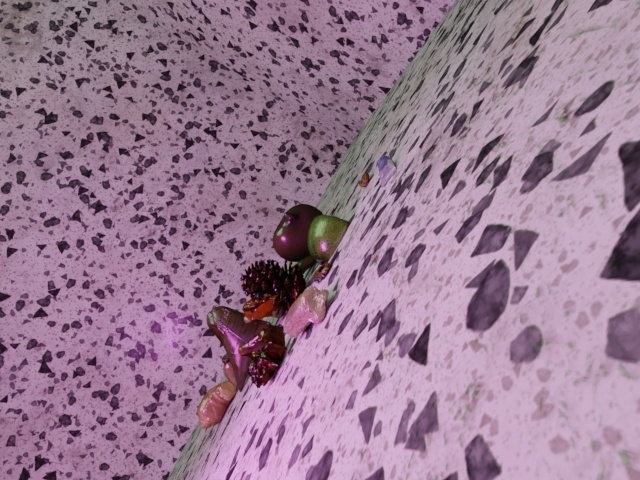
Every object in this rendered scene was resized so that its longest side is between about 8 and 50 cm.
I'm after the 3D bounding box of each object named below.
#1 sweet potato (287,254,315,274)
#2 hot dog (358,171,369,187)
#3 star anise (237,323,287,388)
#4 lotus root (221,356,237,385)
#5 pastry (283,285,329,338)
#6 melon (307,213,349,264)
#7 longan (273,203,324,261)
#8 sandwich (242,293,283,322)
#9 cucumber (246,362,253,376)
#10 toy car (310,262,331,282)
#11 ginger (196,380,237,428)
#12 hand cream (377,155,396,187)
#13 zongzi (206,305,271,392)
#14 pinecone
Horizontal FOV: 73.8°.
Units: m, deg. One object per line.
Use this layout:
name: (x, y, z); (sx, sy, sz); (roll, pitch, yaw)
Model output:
sweet potato: (-0.106, 0.139, 1.988); (0.273, 0.075, 0.075); (-41, 5, -6)
hot dog: (0.192, -0.262, 1.845); (0.058, 0.035, 0.083); (-61, 5, 27)
star anise: (-0.196, 0.385, 1.473); (0.346, 0.148, 0.237); (100, -167, -70)
lotus root: (-0.443, 0.662, 2.163); (0.077, 0.183, 0.090); (-16, 30, 8)
pastry: (-0.048, 0.226, 1.334); (0.258, 0.089, 0.121); (125, 160, -60)
melon: (0.000, 0.000, 1.778); (0.169, 0.129, 0.265); (-66, 9, -23)
longan: (-0.099, -0.035, 2.069); (0.300, 0.243, 0.300); (-35, -46, -45)
sandwich: (-0.243, 0.316, 2.095); (0.301, 0.162, 0.250); (-30, 20, -2)
cucumber: (-0.274, 0.526, 1.902); (0.181, 0.053, 0.053); (-64, 7, -12)
toy car: (0.004, 0.119, 1.602); (0.059, 0.035, 0.122); (-60, 3, -31)
ginger: (-0.535, 0.831, 2.183); (0.267, 0.138, 0.152); (-57, 10, -14)
hand cream: (0.229, -0.252, 1.483); (0.084, 0.053, 0.142); (-55, 18, 33)
zongzi: (-0.454, 0.527, 2.116); (0.160, 0.322, 0.360); (97, -168, -66)
pinecone: (-0.206, 0.195, 1.825); (0.246, 0.292, 0.246); (12, -90, -89)
